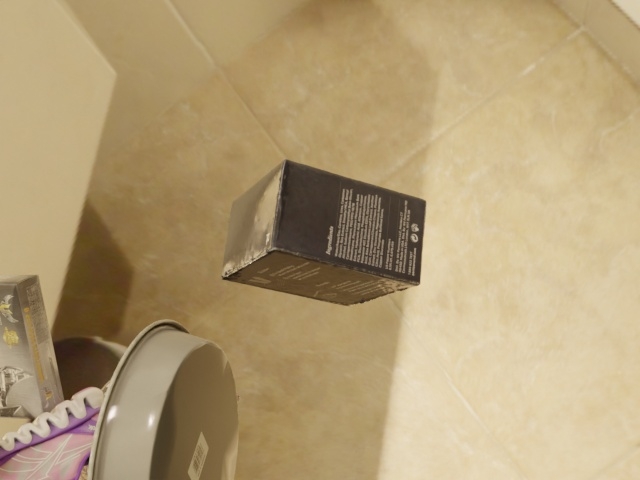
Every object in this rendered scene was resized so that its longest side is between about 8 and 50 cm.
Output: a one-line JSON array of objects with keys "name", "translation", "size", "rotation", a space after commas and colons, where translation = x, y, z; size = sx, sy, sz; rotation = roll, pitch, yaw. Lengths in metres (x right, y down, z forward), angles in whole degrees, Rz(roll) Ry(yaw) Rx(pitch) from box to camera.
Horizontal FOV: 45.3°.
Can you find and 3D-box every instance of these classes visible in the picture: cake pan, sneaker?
[{"name": "cake pan", "translation": [-0.153, 0.232, 0.818], "size": [0.054, 0.293, 0.293], "rotation": [2, 75, 13]}, {"name": "sneaker", "translation": [-0.330, 0.266, 0.874], "size": [0.236, 0.095, 0.105], "rotation": [-28, 83, -40]}]

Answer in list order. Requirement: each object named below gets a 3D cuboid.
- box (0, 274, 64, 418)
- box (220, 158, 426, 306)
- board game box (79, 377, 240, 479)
[{"name": "box", "translation": [-0.526, 0.173, 1.249], "size": [0.183, 0.056, 0.231], "rotation": [-1, 104, 21]}, {"name": "box", "translation": [0.000, 0.000, 0.782], "size": [0.158, 0.156, 0.093], "rotation": [14, 72, -22]}, {"name": "board game box", "translation": [-0.321, 0.337, 1.334], "size": [0.232, 0.291, 0.141], "rotation": [-21, 109, 38]}]
